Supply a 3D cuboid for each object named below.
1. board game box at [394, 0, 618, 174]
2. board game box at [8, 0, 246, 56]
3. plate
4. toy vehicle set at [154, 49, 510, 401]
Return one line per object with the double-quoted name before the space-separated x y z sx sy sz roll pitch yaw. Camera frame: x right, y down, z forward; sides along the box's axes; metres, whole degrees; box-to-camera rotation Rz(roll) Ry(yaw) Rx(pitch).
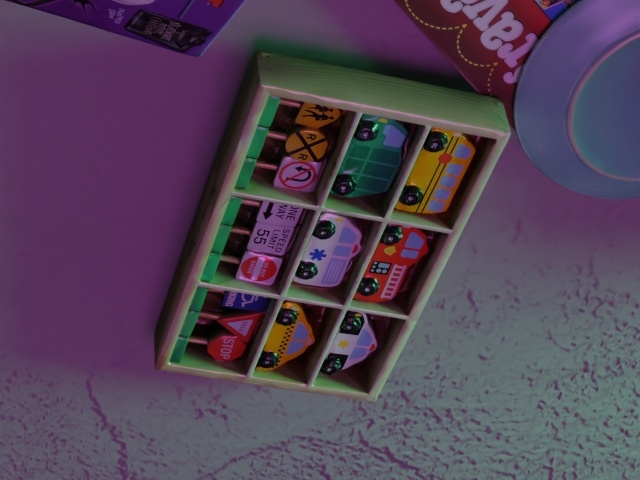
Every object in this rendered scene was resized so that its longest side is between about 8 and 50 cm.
"board game box" 0.127 -0.163 1.012 0.145 0.027 0.281 -33 130 19
"board game box" -0.106 -0.187 0.783 0.208 0.056 0.347 11 164 -16
"plate" 0.217 -0.093 1.060 0.188 0.024 0.188 -6 132 -7
"toy vehicle set" 0.000 0.000 1.104 0.166 0.035 0.267 9 133 -16
